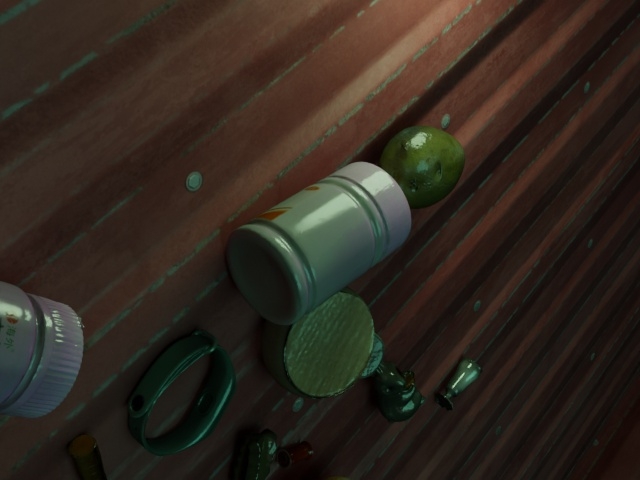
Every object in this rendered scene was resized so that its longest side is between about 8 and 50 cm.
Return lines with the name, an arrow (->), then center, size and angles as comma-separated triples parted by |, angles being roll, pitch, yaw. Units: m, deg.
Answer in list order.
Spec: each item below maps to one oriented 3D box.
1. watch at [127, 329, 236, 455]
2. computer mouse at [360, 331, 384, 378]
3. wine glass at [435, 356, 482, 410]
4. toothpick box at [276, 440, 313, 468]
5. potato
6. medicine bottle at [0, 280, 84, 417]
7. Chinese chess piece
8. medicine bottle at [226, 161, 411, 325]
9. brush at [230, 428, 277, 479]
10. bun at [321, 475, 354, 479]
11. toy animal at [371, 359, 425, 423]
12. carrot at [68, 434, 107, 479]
watch -> -0.250, 0.282, 1.417 | 0.195, 0.068, 0.237 | 36, 84, -49
computer mouse -> 0.054, 0.233, 1.742 | 0.231, 0.079, 0.128 | 38, 80, -34
wine glass -> 0.404, 0.421, 2.254 | 0.155, 0.072, 0.072 | -44, 137, -25
toothpick box -> -0.057, 0.492, 1.762 | 0.083, 0.047, 0.047 | -3, 111, -49
potato -> 0.228, -0.165, 1.675 | 0.251, 0.159, 0.174 | -25, 151, -51
medicine bottle -> -0.470, 0.126, 0.981 | 0.290, 0.178, 0.178 | 31, 85, -52
Chinese chess piece -> -0.002, 0.205, 1.594 | 0.249, 0.103, 0.250 | -10, 108, -32
medicine bottle -> 0.000, 0.000, 1.450 | 0.315, 0.202, 0.202 | -32, 131, -35
brush -> -0.162, 0.545, 1.657 | 0.084, 0.071, 0.301 | -6, 119, -52
bun -> -0.019, 0.668, 1.805 | 0.299, 0.164, 0.299 | -35, 147, -27
toy animal -> 0.177, 0.368, 1.925 | 0.138, 0.108, 0.236 | -55, 140, -13
carrot -> -0.393, 0.399, 1.318 | 0.048, 0.048, 0.139 | -32, 132, -36
